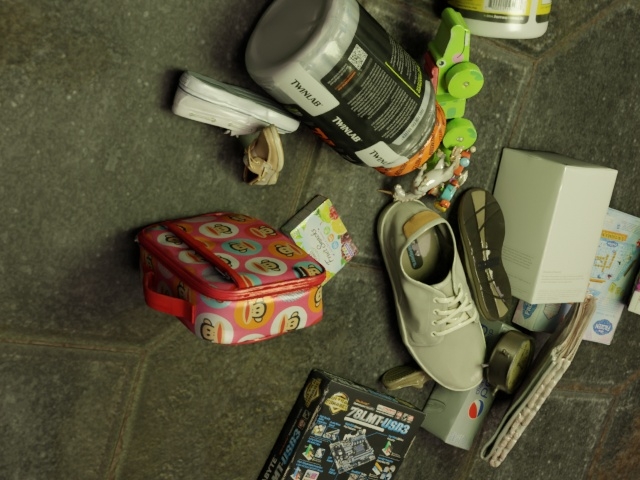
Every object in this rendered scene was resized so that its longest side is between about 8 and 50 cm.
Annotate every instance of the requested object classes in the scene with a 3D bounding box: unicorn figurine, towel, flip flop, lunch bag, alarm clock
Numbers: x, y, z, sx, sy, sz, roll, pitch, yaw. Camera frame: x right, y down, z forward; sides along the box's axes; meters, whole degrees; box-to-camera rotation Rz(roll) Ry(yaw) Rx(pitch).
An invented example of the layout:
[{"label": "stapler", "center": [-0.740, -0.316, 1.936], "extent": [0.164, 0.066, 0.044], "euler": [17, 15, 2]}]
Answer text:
[{"label": "unicorn figurine", "center": [0.197, -0.116, 1.806], "extent": [0.162, 0.060, 0.111], "euler": [-17, 159, -9]}, {"label": "towel", "center": [0.474, 0.297, 2.089], "extent": [0.317, 0.053, 0.331], "euler": [-38, 158, -57]}, {"label": "flip flop", "center": [0.328, 0.030, 1.993], "extent": [0.112, 0.080, 0.276], "euler": [-11, 92, -30]}, {"label": "lunch bag", "center": [-0.161, 0.058, 1.525], "extent": [0.258, 0.293, 0.120], "euler": [-10, 117, -34]}, {"label": "alarm clock", "center": [0.406, 0.248, 2.032], "extent": [0.192, 0.064, 0.129], "euler": [-15, 121, -51]}]

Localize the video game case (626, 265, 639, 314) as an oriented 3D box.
[{"label": "video game case", "center": [0.788, 0.068, 2.317], "extent": [0.232, 0.042, 0.210], "euler": [-6, 115, -74]}]

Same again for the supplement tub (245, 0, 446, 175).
[{"label": "supplement tub", "center": [0.053, -0.261, 1.618], "extent": [0.338, 0.207, 0.207], "euler": [37, 83, -39]}]

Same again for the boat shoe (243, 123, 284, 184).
[{"label": "boat shoe", "center": [-0.099, -0.134, 1.601], "extent": [0.059, 0.063, 0.170], "euler": [-13, 158, -14]}]

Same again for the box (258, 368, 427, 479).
[{"label": "box", "center": [0.041, 0.434, 1.958], "extent": [0.296, 0.073, 0.293], "euler": [25, 90, -39]}]

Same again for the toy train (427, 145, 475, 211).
[{"label": "toy train", "center": [0.252, -0.125, 1.892], "extent": [0.046, 0.166, 0.125], "euler": [29, 113, 1]}]

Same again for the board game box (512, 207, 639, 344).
[{"label": "board game box", "center": [0.618, 0.071, 2.254], "extent": [0.319, 0.066, 0.317], "euler": [14, 98, -40]}]

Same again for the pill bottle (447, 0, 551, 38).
[{"label": "pill bottle", "center": [0.334, -0.541, 1.725], "extent": [0.188, 0.188, 0.333], "euler": [-10, 116, -34]}]

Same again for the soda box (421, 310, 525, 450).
[{"label": "soda box", "center": [0.327, 0.303, 2.104], "extent": [0.091, 0.098, 0.286], "euler": [26, 91, -40]}]

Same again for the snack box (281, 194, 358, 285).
[{"label": "snack box", "center": [0.000, 0.000, 1.786], "extent": [0.100, 0.037, 0.141], "euler": [-42, 127, -15]}]

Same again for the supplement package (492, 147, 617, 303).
[{"label": "supplement package", "center": [0.472, -0.032, 2.035], "extent": [0.175, 0.178, 0.292], "euler": [1, 107, -37]}]

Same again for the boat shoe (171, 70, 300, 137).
[{"label": "boat shoe", "center": [-0.142, -0.210, 1.587], "extent": [0.226, 0.083, 0.075], "euler": [18, 112, -32]}]

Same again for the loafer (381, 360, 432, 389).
[{"label": "loafer", "center": [0.191, 0.288, 2.024], "extent": [0.148, 0.056, 0.050], "euler": [-15, 109, -32]}]

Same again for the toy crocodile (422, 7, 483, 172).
[{"label": "toy crocodile", "center": [0.228, -0.267, 1.773], "extent": [0.105, 0.115, 0.340], "euler": [-10, 140, -6]}]

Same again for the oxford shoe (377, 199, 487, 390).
[{"label": "oxford shoe", "center": [0.236, 0.125, 1.916], "extent": [0.169, 0.130, 0.449], "euler": [-30, 115, -18]}]
